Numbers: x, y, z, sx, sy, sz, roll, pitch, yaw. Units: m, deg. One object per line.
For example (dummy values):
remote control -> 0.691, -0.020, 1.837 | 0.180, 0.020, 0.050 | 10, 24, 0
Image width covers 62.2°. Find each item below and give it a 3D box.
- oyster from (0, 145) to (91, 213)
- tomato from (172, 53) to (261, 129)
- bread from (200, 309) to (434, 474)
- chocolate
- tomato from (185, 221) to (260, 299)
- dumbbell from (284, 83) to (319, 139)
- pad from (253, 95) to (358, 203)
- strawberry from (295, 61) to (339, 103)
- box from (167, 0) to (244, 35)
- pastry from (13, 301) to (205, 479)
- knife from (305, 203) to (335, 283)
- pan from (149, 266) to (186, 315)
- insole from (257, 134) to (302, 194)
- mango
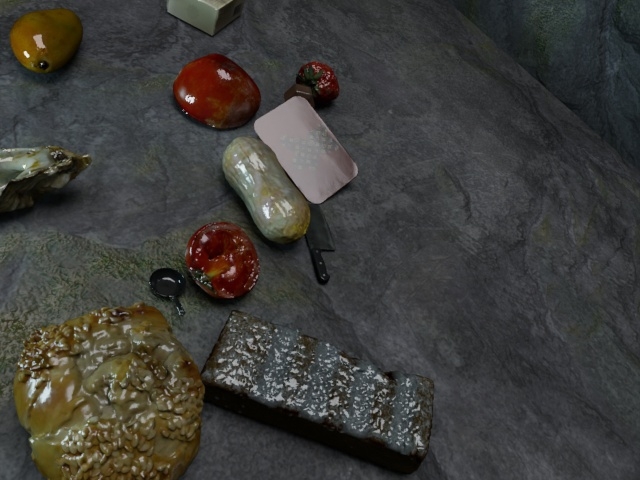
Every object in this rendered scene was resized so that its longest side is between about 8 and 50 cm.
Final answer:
oyster -> -0.608, -0.107, 0.982 | 0.341, 0.110, 0.166 | -22, 58, -35
tomato -> -0.257, -0.406, 1.391 | 0.200, 0.140, 0.233 | 47, 47, 9
bread -> -0.001, 0.265, 0.944 | 0.416, 0.113, 0.165 | 21, 43, -6
chocolate -> -0.129, -0.123, 1.210 | 0.134, 0.134, 0.309 | -14, 59, -34
tomato -> -0.203, 0.045, 1.058 | 0.159, 0.091, 0.139 | 53, 54, -14
dumbbell -> -0.051, -0.336, 1.469 | 0.092, 0.082, 0.231 | 7, 49, -19
pad -> -0.033, -0.235, 1.359 | 0.181, 0.004, 0.267 | -38, 91, -24
strawberry -> 0.003, -0.476, 1.592 | 0.148, 0.131, 0.131 | -28, 67, -32
box -> -0.359, -0.763, 1.687 | 0.168, 0.095, 0.212 | 29, 44, -2
pastry -> -0.307, 0.226, 0.786 | 0.255, 0.162, 0.311 | -28, 65, -30
knife -> 0.000, 0.000, 1.244 | 0.072, 0.019, 0.245 | 5, 48, -24
pan -> -0.284, 0.102, 1.010 | 0.068, 0.023, 0.115 | -11, 54, -34
insole -> -0.104, -0.204, 1.381 | 0.086, 0.005, 0.253 | -4, 54, -28
mango -> -0.664, -0.499, 1.294 | 0.138, 0.113, 0.253 | 16, 44, -13
